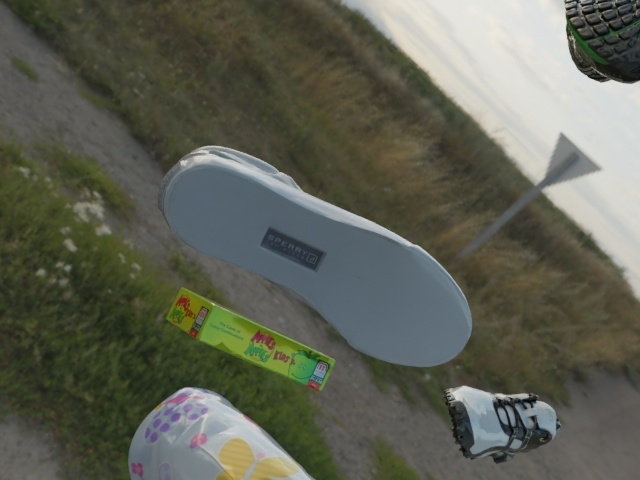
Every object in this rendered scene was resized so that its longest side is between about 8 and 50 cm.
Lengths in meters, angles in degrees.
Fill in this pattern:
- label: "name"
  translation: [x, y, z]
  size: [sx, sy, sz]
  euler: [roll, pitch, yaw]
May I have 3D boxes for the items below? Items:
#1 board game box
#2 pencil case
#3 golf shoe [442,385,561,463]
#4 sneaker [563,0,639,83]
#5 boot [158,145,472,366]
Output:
- label: "board game box"
  translation: [-0.080, 0.116, 0.955]
  size: [0.181, 0.043, 0.092]
  euler: [30, -7, -33]
- label: "pencil case"
  translation: [-0.050, 0.228, 0.662]
  size: [0.113, 0.124, 0.273]
  euler: [-21, 33, -32]
- label: "golf shoe"
  translation: [0.192, 0.182, 0.849]
  size: [0.198, 0.093, 0.077]
  euler: [28, 44, -59]
- label: "sneaker"
  translation: [0.396, -0.273, 1.081]
  size: [0.343, 0.134, 0.146]
  euler: [-69, 145, -60]
- label: "boot"
  translation: [0.000, 0.000, 0.648]
  size: [0.258, 0.095, 0.123]
  euler: [31, 14, -11]
